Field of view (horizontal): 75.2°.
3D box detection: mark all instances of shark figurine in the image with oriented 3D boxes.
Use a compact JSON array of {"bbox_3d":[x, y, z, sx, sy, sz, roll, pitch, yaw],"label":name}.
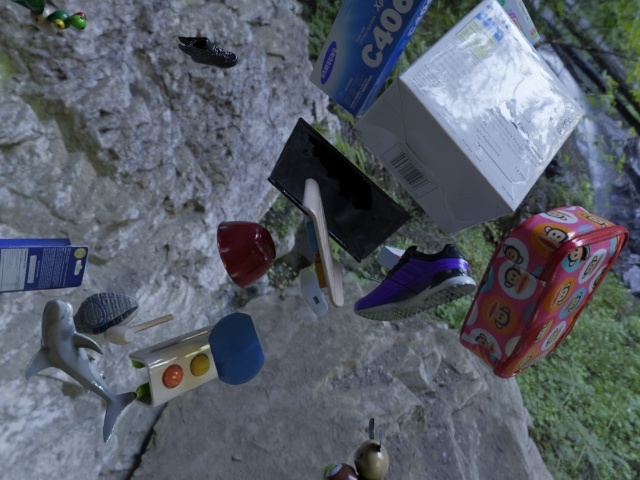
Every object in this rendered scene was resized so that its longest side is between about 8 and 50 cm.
[{"bbox_3d":[-0.482,0.245,0.791,0.166,0.279,0.116,-7,23,39],"label":"shark figurine"}]

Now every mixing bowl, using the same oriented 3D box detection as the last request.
[{"bbox_3d":[-0.175,0.021,1.057,0.098,0.182,0.182,-19,33,12],"label":"mixing bowl"}]

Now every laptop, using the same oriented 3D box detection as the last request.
[{"bbox_3d":[0.061,-0.150,1.268,0.236,0.382,0.408,-48,-1,19],"label":"laptop"}]

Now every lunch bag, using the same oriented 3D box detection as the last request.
[{"bbox_3d":[0.394,0.086,0.732,0.257,0.294,0.120,-11,37,-32],"label":"lunch bag"}]

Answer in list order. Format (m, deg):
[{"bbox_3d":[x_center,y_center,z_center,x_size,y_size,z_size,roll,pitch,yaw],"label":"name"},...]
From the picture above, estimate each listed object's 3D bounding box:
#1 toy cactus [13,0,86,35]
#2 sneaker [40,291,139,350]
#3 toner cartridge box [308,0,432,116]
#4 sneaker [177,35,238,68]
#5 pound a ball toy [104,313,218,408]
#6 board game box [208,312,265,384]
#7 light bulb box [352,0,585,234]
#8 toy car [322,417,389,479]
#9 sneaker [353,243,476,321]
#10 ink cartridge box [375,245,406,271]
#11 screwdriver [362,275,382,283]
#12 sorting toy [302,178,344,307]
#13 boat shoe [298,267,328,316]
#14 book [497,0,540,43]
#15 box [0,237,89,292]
[{"bbox_3d":[-0.615,-0.518,0.903,0.218,0.112,0.180,16,-10,-19],"label":"toy cactus"},{"bbox_3d":[-0.596,0.225,1.110,0.296,0.129,0.111,-25,66,14],"label":"sneaker"},{"bbox_3d":[0.117,-0.484,0.970,0.165,0.348,0.075,41,43,9],"label":"toner cartridge box"},{"bbox_3d":[-0.325,-0.553,1.214,0.170,0.051,0.089,1,-9,-14],"label":"sneaker"},{"bbox_3d":[-0.366,0.289,1.084,0.135,0.209,0.319,-2,6,38],"label":"pound a ball toy"},{"bbox_3d":[-0.200,0.264,1.016,0.133,0.033,0.169,-29,68,13],"label":"board game box"},{"bbox_3d":[0.338,-0.276,0.957,0.361,0.358,0.225,-45,7,-23],"label":"light bulb box"},{"bbox_3d":[0.098,0.514,0.964,0.148,0.155,0.189,21,78,-5],"label":"toy car"},{"bbox_3d":[0.207,0.093,0.980,0.293,0.102,0.146,-24,57,27],"label":"sneaker"},{"bbox_3d":[0.280,0.079,1.425,0.150,0.063,0.109,11,23,-48],"label":"ink cartridge box"},{"bbox_3d":[0.187,0.123,1.184,0.025,0.024,0.169,-39,38,-25],"label":"screwdriver"},{"bbox_3d":[0.000,0.000,0.809,0.038,0.209,0.193,-14,23,6],"label":"sorting toy"},{"bbox_3d":[-0.035,0.182,1.530,0.080,0.229,0.076,-35,38,-13],"label":"boat shoe"},{"bbox_3d":[0.499,-0.574,1.077,0.035,0.144,0.096,-48,30,3],"label":"book"},{"bbox_3d":[-0.668,0.058,0.956,0.225,0.137,0.036,0,37,-43],"label":"box"}]
